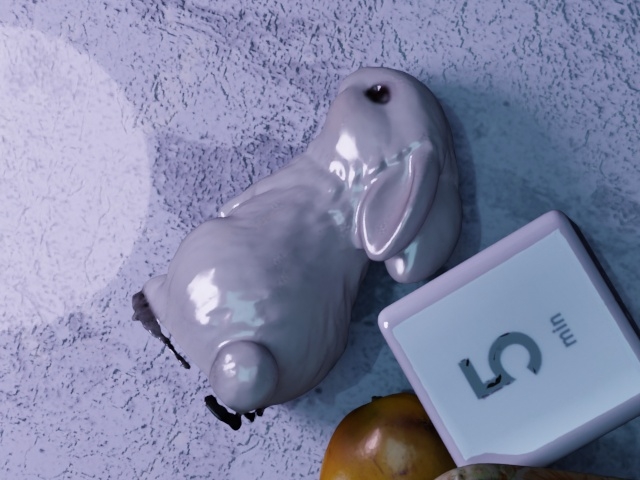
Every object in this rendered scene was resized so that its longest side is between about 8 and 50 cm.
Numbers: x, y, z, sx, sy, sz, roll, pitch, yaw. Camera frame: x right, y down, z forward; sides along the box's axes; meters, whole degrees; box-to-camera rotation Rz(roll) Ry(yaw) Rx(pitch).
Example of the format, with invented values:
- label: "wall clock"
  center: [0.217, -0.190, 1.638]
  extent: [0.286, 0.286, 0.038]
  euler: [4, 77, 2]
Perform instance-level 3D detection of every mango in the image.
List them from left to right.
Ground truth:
- label: "mango"
  center: [0.064, 0.252, 1.481]
  extent: [0.145, 0.112, 0.219]
  euler: [19, 106, 28]

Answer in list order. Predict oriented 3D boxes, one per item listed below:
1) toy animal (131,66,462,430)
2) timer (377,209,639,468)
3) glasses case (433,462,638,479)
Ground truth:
- label: "toy animal"
  center: [0.000, 0.000, 1.474]
  extent: [0.357, 0.194, 0.258]
  euler: [-47, 37, 3]
- label: "timer"
  center: [0.192, 0.104, 1.420]
  extent: [0.195, 0.192, 0.194]
  euler: [-30, 81, 10]
- label: "glasses case"
  center: [0.271, 0.283, 1.344]
  extent: [0.425, 0.098, 0.156]
  euler: [10, 121, -17]
